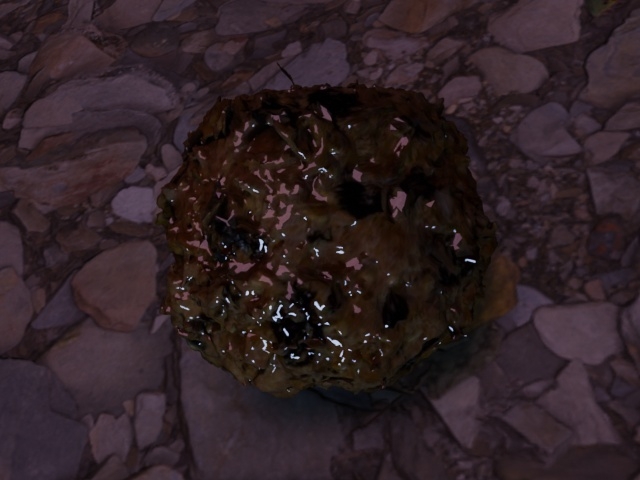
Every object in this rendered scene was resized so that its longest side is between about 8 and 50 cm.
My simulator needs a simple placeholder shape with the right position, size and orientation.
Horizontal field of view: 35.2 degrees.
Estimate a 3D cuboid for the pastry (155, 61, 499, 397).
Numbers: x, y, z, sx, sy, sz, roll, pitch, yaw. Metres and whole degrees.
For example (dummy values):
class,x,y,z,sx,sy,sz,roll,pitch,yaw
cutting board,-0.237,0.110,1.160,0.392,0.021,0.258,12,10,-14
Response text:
class,x,y,z,sx,sy,sz,roll,pitch,yaw
pastry,0.000,0.000,0.796,0.275,0.275,0.193,-45,7,-16
